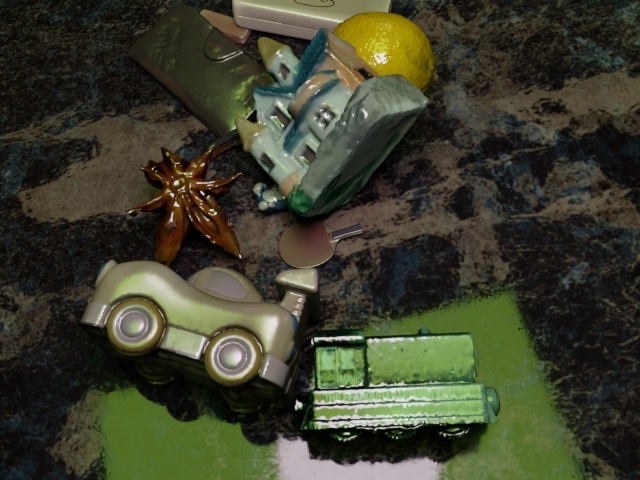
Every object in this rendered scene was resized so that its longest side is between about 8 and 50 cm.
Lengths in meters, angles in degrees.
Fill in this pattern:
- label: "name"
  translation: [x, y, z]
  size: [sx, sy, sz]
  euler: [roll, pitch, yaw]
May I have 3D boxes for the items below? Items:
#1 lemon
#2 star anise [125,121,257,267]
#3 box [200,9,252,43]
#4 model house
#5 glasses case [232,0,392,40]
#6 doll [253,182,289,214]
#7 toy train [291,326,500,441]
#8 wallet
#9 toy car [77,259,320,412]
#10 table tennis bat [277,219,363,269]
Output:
- label: "lemon"
  translation: [0.110, -0.331, 1.595]
  size: [0.231, 0.192, 0.192]
  euler: [16, 67, 14]
- label: "star anise"
  translation: [-0.209, -0.088, 1.531]
  size: [0.237, 0.148, 0.346]
  euler: [32, 66, -8]
- label: "box"
  translation: [-0.200, -0.441, 1.754]
  size: [0.115, 0.025, 0.048]
  euler: [19, 62, 11]
- label: "model house"
  translation: [-0.031, -0.243, 1.485]
  size: [0.325, 0.267, 0.194]
  euler: [49, 34, 15]
- label: "glasses case"
  translation: [-0.015, -0.476, 1.723]
  size: [0.312, 0.070, 0.131]
  euler: [12, 60, 5]
- label: "doll"
  translation: [-0.079, -0.083, 1.567]
  size: [0.083, 0.050, 0.076]
  euler: [-21, 49, -6]
- label: "toy train"
  translation: [0.117, 0.226, 1.348]
  size: [0.330, 0.138, 0.178]
  euler: [-3, 79, 1]
- label: "wallet"
  translation: [-0.233, -0.340, 1.686]
  size: [0.165, 0.042, 0.309]
  euler: [-46, 70, -2]
- label: "toy car"
  translation: [-0.183, 0.125, 1.368]
  size: [0.335, 0.242, 0.226]
  euler: [17, 69, 9]
- label: "table tennis bat"
  translation: [0.000, 0.000, 1.544]
  size: [0.158, 0.014, 0.095]
  euler: [-17, 64, -3]
